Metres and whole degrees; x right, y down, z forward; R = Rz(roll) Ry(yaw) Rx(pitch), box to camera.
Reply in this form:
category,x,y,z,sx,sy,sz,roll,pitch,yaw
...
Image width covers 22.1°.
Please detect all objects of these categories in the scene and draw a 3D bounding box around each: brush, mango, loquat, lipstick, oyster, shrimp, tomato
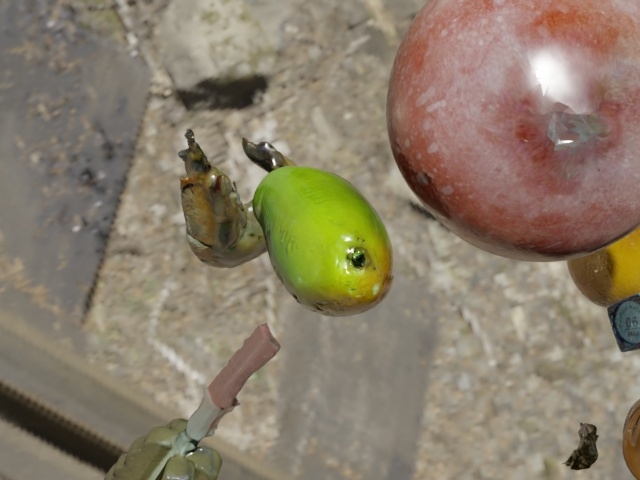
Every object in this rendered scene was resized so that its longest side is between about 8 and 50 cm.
category,x,y,z,sx,sy,sz,roll,pitch,yaw
brush,-0.109,0.167,1.403,0.071,0.301,0.084,-21,67,-43
mango,0.000,0.000,1.556,0.111,0.233,0.125,-1,107,-24
loquat,0.449,0.015,2.285,0.208,0.208,0.208,19,62,-40
lipstick,0.423,0.071,1.682,0.312,0.051,0.051,-4,70,-38
oyster,0.294,0.232,1.824,0.093,0.034,0.051,-37,148,-73
shrimp,-0.080,-0.049,1.781,0.145,0.254,0.059,-21,56,-13
tomato,0.194,-0.109,1.420,0.270,0.227,0.270,-2,102,-8

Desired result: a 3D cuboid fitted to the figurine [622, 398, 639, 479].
category,x,y,z,sx,sy,sz,roll,pitch,yaw
figurine,0.314,0.156,1.156,0.189,0.263,0.142,-35,106,-7
